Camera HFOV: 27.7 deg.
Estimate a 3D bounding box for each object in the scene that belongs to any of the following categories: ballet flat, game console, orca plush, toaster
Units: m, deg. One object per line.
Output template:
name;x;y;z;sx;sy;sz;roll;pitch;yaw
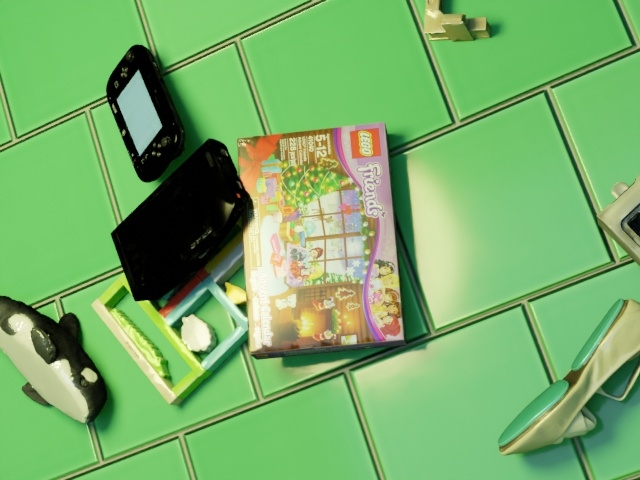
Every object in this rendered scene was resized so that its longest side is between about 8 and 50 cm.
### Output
ballet flat;0.320;0.182;1.563;0.086;0.086;0.248;42;94;21
game console;-0.228;-0.107;1.780;0.213;0.044;0.361;-41;55;25
orca plush;-0.391;0.141;1.830;0.287;0.102;0.151;25;134;31
toaster;0.442;-0.021;1.537;0.168;0.110;0.186;-43;70;8

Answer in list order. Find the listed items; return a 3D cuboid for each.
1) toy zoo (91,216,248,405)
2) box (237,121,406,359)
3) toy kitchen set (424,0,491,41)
toy zoo;-0.154;0.057;1.773;0.293;0.030;0.192;-45;69;6
box;0.000;0.000;1.693;0.200;0.057;0.293;-6;76;6
toy kitchen set;0.177;-0.308;1.705;0.083;0.068;0.075;1;80;19
